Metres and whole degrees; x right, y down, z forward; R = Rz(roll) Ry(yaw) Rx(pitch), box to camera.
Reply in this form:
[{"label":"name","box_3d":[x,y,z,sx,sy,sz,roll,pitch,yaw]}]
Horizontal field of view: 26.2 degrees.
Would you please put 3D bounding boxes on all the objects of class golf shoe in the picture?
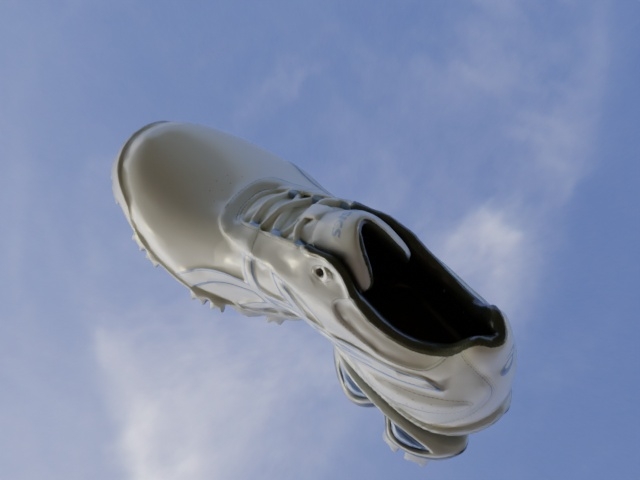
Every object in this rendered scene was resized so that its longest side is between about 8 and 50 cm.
[{"label":"golf shoe","box_3d":[0.000,0.000,0.492,0.176,0.086,0.069,35,-118,12]}]
